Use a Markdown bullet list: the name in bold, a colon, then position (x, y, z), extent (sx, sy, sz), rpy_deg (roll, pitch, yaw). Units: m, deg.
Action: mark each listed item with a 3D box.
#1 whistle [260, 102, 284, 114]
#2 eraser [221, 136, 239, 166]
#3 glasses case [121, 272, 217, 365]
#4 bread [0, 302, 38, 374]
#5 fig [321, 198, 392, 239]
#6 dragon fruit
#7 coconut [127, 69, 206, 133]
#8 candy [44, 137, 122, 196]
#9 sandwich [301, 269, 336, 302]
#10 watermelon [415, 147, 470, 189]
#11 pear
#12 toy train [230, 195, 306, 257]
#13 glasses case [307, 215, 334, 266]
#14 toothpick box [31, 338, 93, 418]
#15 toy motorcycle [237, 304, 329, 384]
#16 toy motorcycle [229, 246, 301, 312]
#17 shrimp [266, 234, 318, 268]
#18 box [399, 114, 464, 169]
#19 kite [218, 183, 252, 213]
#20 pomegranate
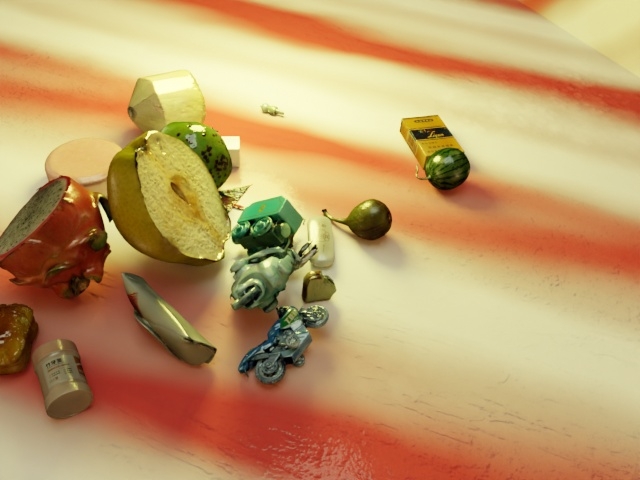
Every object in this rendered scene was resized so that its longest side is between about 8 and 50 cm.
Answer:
- **whistle**: position (-0.185, -0.497, 2.157), extent (0.100, 0.035, 0.035), rpy_deg (20, 47, 12)
- **eraser**: position (-0.420, -0.297, 1.904), extent (0.298, 0.078, 0.076), rpy_deg (-1, 46, -6)
- **glasses case**: position (-0.391, 0.194, 1.385), extent (0.308, 0.128, 0.083), rpy_deg (36, 77, 27)
- **bread**: position (-0.868, 0.234, 1.312), extent (0.380, 0.109, 0.185), rpy_deg (-5, 46, -8)
- **fig**: position (0.100, -0.069, 1.719), extent (0.236, 0.124, 0.124), rpy_deg (6, 42, 27)
- **dragon fruit**: position (-0.658, 0.007, 1.455), extent (0.305, 0.226, 0.306), rpy_deg (-28, 37, 24)
- **coconut**: position (-0.538, -0.458, 1.945), extent (0.244, 0.239, 0.239), rpy_deg (-24, 52, -28)
- **candy**: position (-0.738, -0.221, 1.785), extent (0.255, 0.094, 0.255), rpy_deg (3, 45, -3)
- **sandwich**: position (-0.004, 0.119, 1.511), extent (0.093, 0.105, 0.036), rpy_deg (-11, 47, -11)
- **watermelon**: position (0.403, -0.230, 1.880), extent (0.187, 0.141, 0.141), rpy_deg (-25, 52, -12)
- **pear**: position (-0.426, -0.089, 1.522), extent (0.191, 0.387, 0.340), rpy_deg (-17, 35, 22)
- **toy train**: position (-0.153, -0.040, 1.601), extent (0.203, 0.112, 0.163), rpy_deg (-7, 45, 38)
- **glasses case**: position (0.000, 0.000, 1.668), extent (0.074, 0.049, 0.193), rpy_deg (0, 44, -4)
- **toothpick box**: position (-0.579, 0.308, 1.270), extent (0.098, 0.098, 0.149), rpy_deg (-20, 51, -23)
- **toy motorcycle**: position (-0.093, 0.241, 1.395), extent (0.135, 0.092, 0.254), rpy_deg (24, 56, 29)
- **toy motorcycle**: position (-0.142, 0.095, 1.426), extent (0.206, 0.260, 0.154), rpy_deg (-37, 96, -7)
- **shrimp**: position (-0.072, 0.006, 1.621), extent (0.152, 0.046, 0.219), rpy_deg (-2, 47, 30)
- **box**: position (0.399, -0.359, 2.056), extent (0.152, 0.070, 0.237), rpy_deg (-8, 49, -13)
- **kite**: position (-0.297, -0.123, 1.790), extent (0.189, 0.009, 0.232), rpy_deg (16, 46, 11)
- **pomegranate**: position (-0.405, -0.239, 1.746), extent (0.254, 0.270, 0.254), rpy_deg (38, 14, -11)
